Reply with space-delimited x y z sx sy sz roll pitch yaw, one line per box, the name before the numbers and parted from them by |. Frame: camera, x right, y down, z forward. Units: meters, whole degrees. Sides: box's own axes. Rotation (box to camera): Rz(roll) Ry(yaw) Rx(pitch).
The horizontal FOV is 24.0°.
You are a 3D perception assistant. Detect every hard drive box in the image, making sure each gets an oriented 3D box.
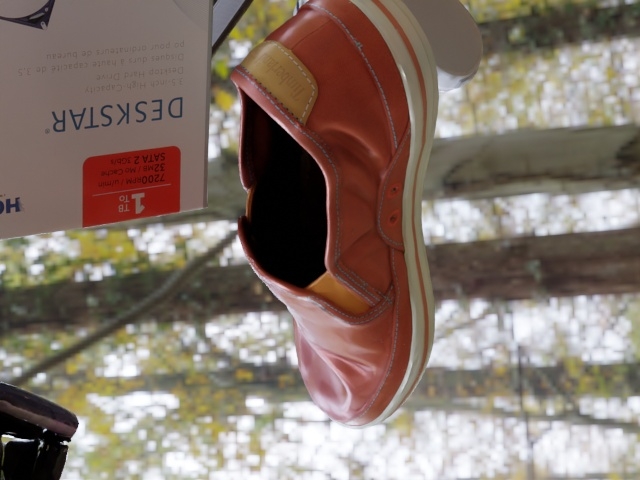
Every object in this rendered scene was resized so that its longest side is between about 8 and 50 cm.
hard drive box | -0.161 -0.128 0.904 0.181 0.089 0.232 -11 -65 -32

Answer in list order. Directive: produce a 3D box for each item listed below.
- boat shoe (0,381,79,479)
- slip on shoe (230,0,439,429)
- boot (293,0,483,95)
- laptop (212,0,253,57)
boat shoe | -0.309 0.111 0.907 0.341 0.158 0.127 15 -117 -33
slip on shoe | 0.000 0.000 0.868 0.101 0.123 0.331 -30 -35 -23
boot | 0.005 -0.205 1.170 0.258 0.123 0.095 52 -127 -10
laptop | -0.248 -0.335 1.367 0.408 0.382 0.236 -57 -24 -14
